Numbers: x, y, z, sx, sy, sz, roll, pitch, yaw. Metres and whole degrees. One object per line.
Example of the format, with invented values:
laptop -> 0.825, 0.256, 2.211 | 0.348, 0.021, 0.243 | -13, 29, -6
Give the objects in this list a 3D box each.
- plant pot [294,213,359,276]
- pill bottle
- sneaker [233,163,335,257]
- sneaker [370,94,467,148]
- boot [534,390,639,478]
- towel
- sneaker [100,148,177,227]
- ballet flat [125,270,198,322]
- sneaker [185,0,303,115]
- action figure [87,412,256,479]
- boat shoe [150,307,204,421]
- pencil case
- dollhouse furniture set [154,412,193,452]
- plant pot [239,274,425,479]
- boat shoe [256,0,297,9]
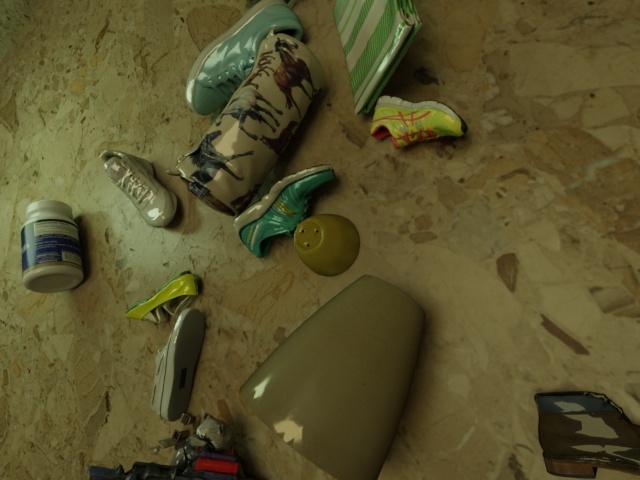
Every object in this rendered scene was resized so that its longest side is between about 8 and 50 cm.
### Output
plant pot -> 0.000, 0.000, 0.817 | 0.134, 0.095, 0.134 | -8, 74, 27
pill bottle -> -0.828, 0.015, 1.239 | 0.153, 0.153, 0.264 | -31, 64, 19
sneaker -> -0.067, -0.065, 0.885 | 0.275, 0.107, 0.110 | -38, 78, 23
sneaker -> 0.184, -0.218, 0.786 | 0.209, 0.081, 0.094 | 25, 90, 43
boot -> 0.405, 0.250, 0.537 | 0.219, 0.082, 0.106 | -19, 71, 26
towel -> 0.095, -0.455, 0.824 | 0.248, 0.038, 0.324 | 127, 137, -60
sneaker -> -0.510, -0.143, 1.104 | 0.114, 0.152, 0.305 | -49, 61, 7
ballet flat -> -0.398, 0.162, 1.013 | 0.231, 0.077, 0.077 | -33, 80, 16
sneaker -> -0.195, -0.444, 1.018 | 0.366, 0.135, 0.150 | -44, 58, 13
action figure -> -0.288, 0.493, 0.778 | 0.330, 0.341, 0.178 | -63, 20, -7
boat shoe -> -0.345, 0.281, 0.936 | 0.084, 0.095, 0.257 | 7, 80, 26
pencil case -> -0.155, -0.259, 0.900 | 0.410, 0.184, 0.160 | -58, 34, -5
dollhouse furniture set -> -0.296, 0.449, 0.873 | 0.114, 0.081, 0.090 | 20, 88, 31
plant pot -> 0.050, 0.203, 0.673 | 0.257, 0.256, 0.274 | 27, 75, 31
boat shoe -> -0.060, -0.729, 1.040 | 0.109, 0.091, 0.305 | 43, 100, 30
